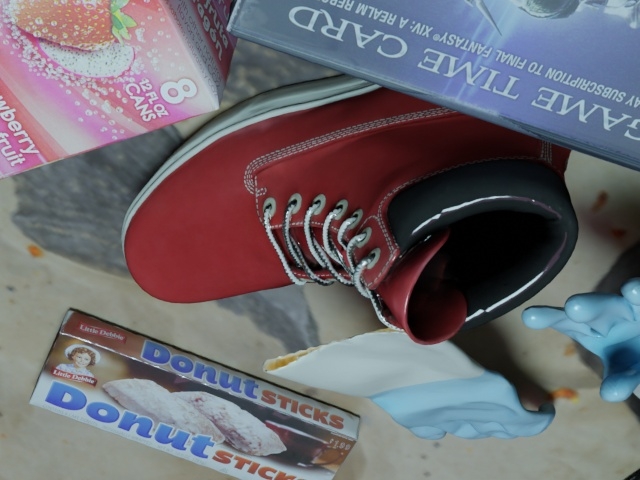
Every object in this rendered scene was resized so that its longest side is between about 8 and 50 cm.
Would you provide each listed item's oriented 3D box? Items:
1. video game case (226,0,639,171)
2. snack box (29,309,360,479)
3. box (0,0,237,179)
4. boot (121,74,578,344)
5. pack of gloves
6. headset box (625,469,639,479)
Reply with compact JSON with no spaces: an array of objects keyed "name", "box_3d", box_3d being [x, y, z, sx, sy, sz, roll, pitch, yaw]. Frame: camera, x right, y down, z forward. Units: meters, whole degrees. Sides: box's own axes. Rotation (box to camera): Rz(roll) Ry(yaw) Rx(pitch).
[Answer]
[{"name":"video game case","box_3d":[0.100,-0.146,0.529,0.196,0.026,0.274,17,136,-11]},{"name":"snack box","box_3d":[-0.071,0.097,0.880,0.178,0.022,0.064,21,129,-10]},{"name":"box","box_3d":[-0.154,-0.183,0.594,0.154,0.142,0.300,-16,125,18]},{"name":"boot","box_3d":[0.000,0.000,0.695,0.244,0.176,0.088,-22,118,22]},{"name":"pack of gloves","box_3d":[0.112,0.077,0.753,0.195,0.046,0.232,-17,158,22]},{"name":"headset box","box_3d":[0.265,0.204,0.759,0.131,0.283,0.246,34,124,-18]}]
